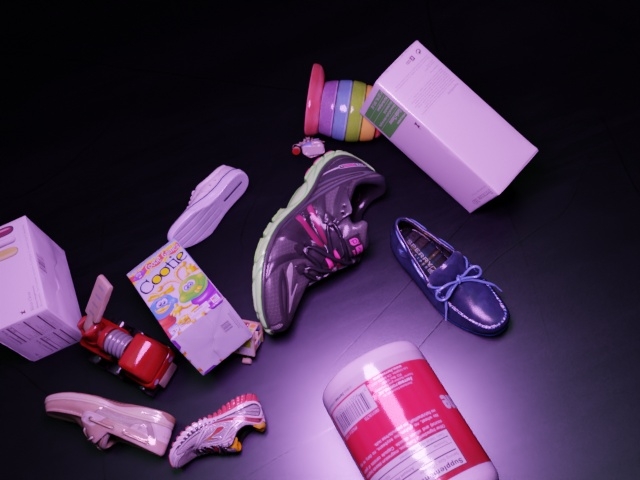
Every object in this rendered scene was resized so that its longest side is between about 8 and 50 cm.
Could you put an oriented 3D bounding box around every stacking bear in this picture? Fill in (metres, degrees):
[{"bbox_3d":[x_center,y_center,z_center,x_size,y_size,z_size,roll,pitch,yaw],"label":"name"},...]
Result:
[{"bbox_3d":[0.112,-0.322,1.833,0.288,0.175,0.164,7,38,1],"label":"stacking bear"}]

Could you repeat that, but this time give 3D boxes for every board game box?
[{"bbox_3d":[-0.295,0.142,1.627,0.142,0.144,0.275,-39,43,-9],"label":"board game box"}]

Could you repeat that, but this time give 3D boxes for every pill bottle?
[{"bbox_3d":[0.190,0.416,1.396,0.229,0.229,0.408,-29,62,-5],"label":"pill bottle"}]

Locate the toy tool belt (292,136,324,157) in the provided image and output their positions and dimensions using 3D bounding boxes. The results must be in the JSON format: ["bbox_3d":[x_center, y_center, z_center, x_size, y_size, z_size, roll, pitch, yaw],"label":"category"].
[{"bbox_3d":[-0.030,-0.242,1.881,0.083,0.052,0.051,-6,31,4],"label":"toy tool belt"}]

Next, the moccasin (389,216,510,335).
[{"bbox_3d":[0.269,0.080,1.616,0.342,0.117,0.138,39,76,25],"label":"moccasin"}]

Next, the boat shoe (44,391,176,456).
[{"bbox_3d":[-0.471,0.403,1.595,0.302,0.109,0.098,9,64,9],"label":"boat shoe"}]

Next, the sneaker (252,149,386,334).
[{"bbox_3d":[0.000,0.000,1.671,0.202,0.185,0.483,20,70,23],"label":"sneaker"}]

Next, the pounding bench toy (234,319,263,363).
[{"bbox_3d":[-0.162,0.231,1.658,0.052,0.083,0.065,8,33,15],"label":"pounding bench toy"}]

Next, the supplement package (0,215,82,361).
[{"bbox_3d":[-0.688,0.116,1.723,0.145,0.204,0.262,-25,62,-2],"label":"supplement package"}]

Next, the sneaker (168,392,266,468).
[{"bbox_3d":[-0.219,0.417,1.550,0.225,0.088,0.093,-32,63,-6],"label":"sneaker"}]

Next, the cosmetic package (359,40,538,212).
[{"bbox_3d":[0.286,-0.254,1.672,0.365,0.197,0.155,43,76,3],"label":"cosmetic package"}]

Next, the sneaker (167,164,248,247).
[{"bbox_3d":[-0.291,-0.086,1.831,0.091,0.094,0.258,28,66,41],"label":"sneaker"}]

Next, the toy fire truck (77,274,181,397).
[{"bbox_3d":[-0.437,0.208,1.605,0.217,0.246,0.159,24,70,21],"label":"toy fire truck"}]
